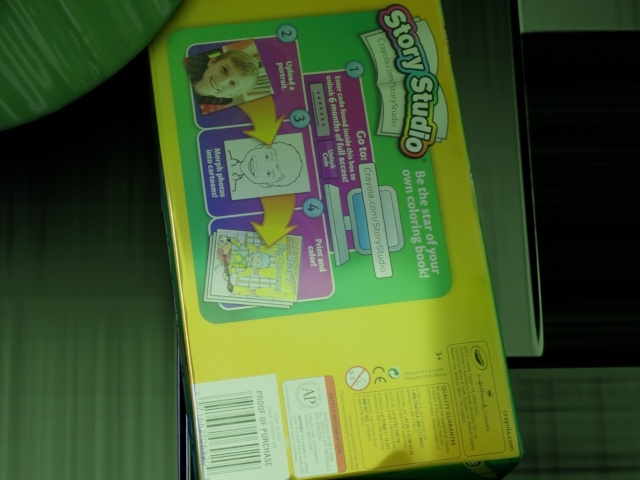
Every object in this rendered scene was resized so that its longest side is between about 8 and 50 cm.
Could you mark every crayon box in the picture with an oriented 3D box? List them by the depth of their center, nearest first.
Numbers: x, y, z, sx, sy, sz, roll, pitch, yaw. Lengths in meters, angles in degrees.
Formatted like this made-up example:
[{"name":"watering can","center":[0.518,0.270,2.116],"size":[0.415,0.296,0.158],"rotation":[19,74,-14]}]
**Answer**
[{"name":"crayon box","center":[0.000,0.000,0.866],"size":[0.165,0.081,0.278],"rotation":[-6,73,-7]}]

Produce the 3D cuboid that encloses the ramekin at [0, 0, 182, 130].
[{"name":"ramekin","center":[-0.200,-0.200,0.837],"size":[0.303,0.148,0.303],"rotation":[-6,62,12]}]
